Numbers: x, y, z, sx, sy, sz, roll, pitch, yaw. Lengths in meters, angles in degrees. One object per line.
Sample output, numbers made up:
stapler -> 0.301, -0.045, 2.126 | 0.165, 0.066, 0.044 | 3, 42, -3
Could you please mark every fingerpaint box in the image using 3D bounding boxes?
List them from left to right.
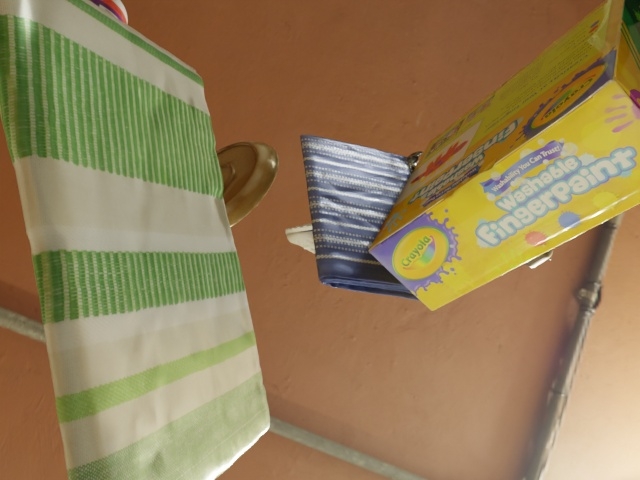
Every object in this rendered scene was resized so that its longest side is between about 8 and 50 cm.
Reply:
fingerpaint box -> 0.326, -0.135, 0.937 | 0.163, 0.445, 0.371 | 43, -136, -9

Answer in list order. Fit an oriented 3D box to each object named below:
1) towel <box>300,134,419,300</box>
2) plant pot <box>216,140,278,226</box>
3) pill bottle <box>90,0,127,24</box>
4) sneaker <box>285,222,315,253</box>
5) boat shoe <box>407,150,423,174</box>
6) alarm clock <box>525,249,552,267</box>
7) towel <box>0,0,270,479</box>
towel -> 0.086, -0.046, 1.097 | 0.243, 0.040, 0.335 | 9, -128, -23
plant pot -> -0.184, -0.105, 1.104 | 0.236, 0.236, 0.032 | -55, -49, -17
pill bottle -> -0.464, -0.312, 1.096 | 0.182, 0.181, 0.322 | 8, -112, -24
sneaker -> 0.000, 0.000, 1.424 | 0.090, 0.235, 0.094 | -20, -80, -37
boat shoe -> 0.282, -0.049, 1.441 | 0.340, 0.127, 0.158 | 52, -138, 4
alarm clock -> 0.454, -0.003, 1.282 | 0.192, 0.064, 0.129 | 28, -144, -40
towel -> -0.116, 0.003, 0.406 | 0.038, 0.248, 0.324 | -14, -95, 13
